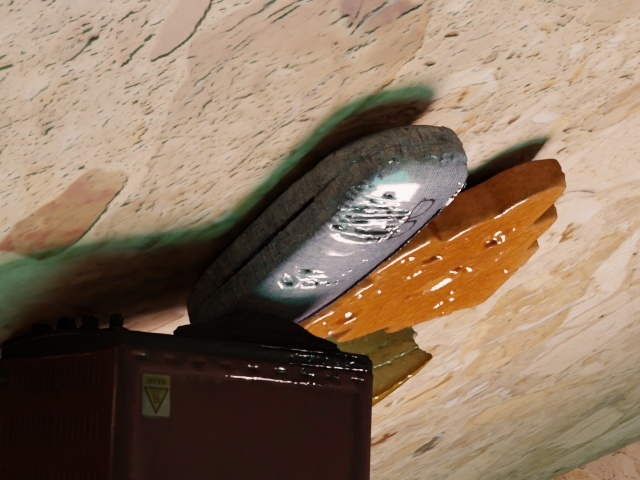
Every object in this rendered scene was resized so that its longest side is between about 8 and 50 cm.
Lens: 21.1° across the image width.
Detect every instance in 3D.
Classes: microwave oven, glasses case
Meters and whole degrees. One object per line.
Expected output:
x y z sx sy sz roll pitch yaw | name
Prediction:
-0.102 0.153 1.256 0.247 0.188 0.178 8 166 -39 | microwave oven
0.000 0.000 1.254 0.109 0.067 0.282 -2 151 -39 | glasses case

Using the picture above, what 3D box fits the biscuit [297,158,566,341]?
0.097 0.020 1.501 0.284 0.043 0.306 -30 163 10 | biscuit

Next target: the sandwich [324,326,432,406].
-0.022 0.148 1.624 0.258 0.094 0.096 -35 166 24 | sandwich
